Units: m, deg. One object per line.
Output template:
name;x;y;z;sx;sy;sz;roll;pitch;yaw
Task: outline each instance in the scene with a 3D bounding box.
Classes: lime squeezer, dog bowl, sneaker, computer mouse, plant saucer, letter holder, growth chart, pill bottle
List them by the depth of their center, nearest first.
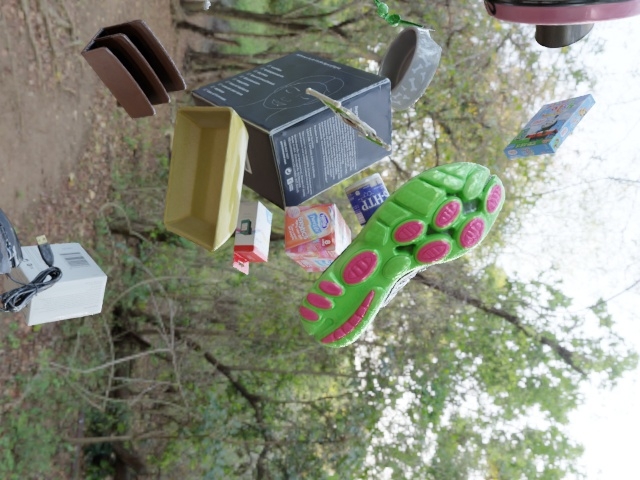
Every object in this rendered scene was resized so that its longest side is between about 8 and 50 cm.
computer mouse;-0.603;-0.004;1.077;0.261;0.060;0.184;64;18;-9
sneaker;0.146;0.012;1.111;0.185;0.483;0.202;49;15;-6
dog bowl;0.532;-0.568;1.166;0.408;0.409;0.150;-104;-174;-58
plant saucer;-0.284;-0.163;1.384;0.333;0.081;0.332;19;-78;52
growth chart;0.074;-0.331;1.486;0.021;0.237;0.172;-56;-143;4
pill bottle;0.156;-0.089;1.580;0.186;0.112;0.112;64;-9;-1
letter holder;-0.654;-0.608;1.973;0.301;0.215;0.151;60;38;-45
dog bowl;0.351;-0.717;2.262;0.348;0.102;0.348;-49;-148;46
lime squeezer;0.288;-0.968;2.326;0.058;0.310;0.110;-53;-175;4

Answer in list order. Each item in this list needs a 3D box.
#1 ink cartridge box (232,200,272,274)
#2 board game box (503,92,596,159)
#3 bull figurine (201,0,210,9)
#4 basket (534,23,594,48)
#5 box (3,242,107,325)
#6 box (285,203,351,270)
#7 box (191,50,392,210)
ink cartridge box;-0.237;-0.007;1.917;0.134;0.078;0.230;46;45;-66
board game box;0.625;-0.310;1.503;0.039;0.211;0.160;51;-19;-18
bull figurine;-0.321;-0.798;1.648;0.188;0.311;0.101;-120;-175;-89
basket;0.679;-0.692;1.524;0.204;0.154;0.226;-51;141;-20
box;-0.671;0.104;1.386;0.181;0.182;0.118;36;-62;34
box;0.000;0.000;1.675;0.300;0.154;0.142;52;35;-73
box;-0.091;-0.395;1.857;0.480;0.472;0.297;34;-34;41
